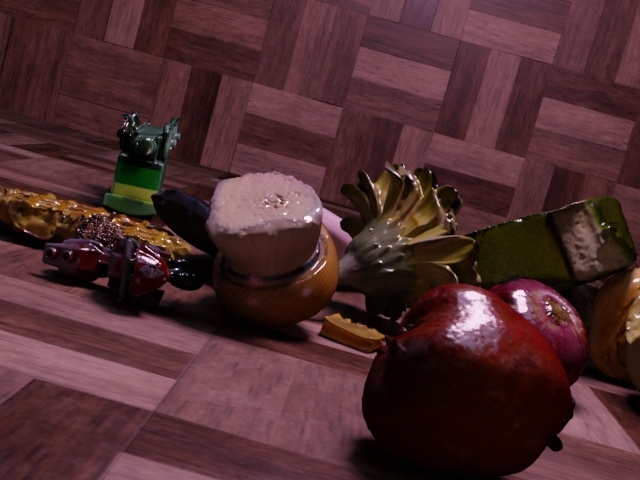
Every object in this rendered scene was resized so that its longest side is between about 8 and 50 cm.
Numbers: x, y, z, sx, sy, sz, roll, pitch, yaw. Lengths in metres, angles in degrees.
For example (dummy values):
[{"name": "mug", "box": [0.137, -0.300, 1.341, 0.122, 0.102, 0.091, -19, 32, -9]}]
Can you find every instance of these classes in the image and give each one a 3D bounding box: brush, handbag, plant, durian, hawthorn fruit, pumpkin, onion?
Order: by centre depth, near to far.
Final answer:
[{"name": "hawthorn fruit", "box": [0.148, 0.146, 0.945, 0.202, 0.185, 0.185, 30, 6, -7]}, {"name": "brush", "box": [-0.068, -0.017, 1.363, 0.174, 0.166, 0.267, -7, 32, 4]}, {"name": "onion", "box": [0.289, 0.139, 1.380, 0.177, 0.153, 0.177, 34, 11, -8]}, {"name": "durian", "box": [-0.308, 0.001, 1.383, 0.080, 0.091, 0.080, 27, -11, 6]}, {"name": "handbag", "box": [0.045, 0.131, 1.385, 0.083, 0.027, 0.061, 20, 9, 22]}, {"name": "plant", "box": [0.095, 0.003, 1.503, 0.297, 0.261, 0.306, 15, -6, -21]}, {"name": "handbag", "box": [-0.140, 0.005, 1.619, 0.211, 0.089, 0.254, 26, -6, 25]}, {"name": "pumpkin", "box": [0.483, 0.140, 1.858, 0.248, 0.131, 0.126, 15, -3, 37]}]

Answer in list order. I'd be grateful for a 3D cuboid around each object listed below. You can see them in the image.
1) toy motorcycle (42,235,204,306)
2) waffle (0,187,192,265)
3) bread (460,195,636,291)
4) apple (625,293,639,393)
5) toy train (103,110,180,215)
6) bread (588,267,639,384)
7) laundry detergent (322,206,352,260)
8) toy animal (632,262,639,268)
[{"name": "toy motorcycle", "box": [-0.261, 0.036, 1.264, 0.213, 0.082, 0.122, 9, -5, 18]}, {"name": "waffle", "box": [-0.355, -0.015, 1.512, 0.309, 0.065, 0.283, 19, 5, 41]}, {"name": "bread", "box": [0.348, 0.040, 1.671, 0.366, 0.129, 0.382, -7, -14, -40]}, {"name": "apple", "box": [0.587, 0.154, 1.452, 0.279, 0.279, 0.279, 15, 7, -2]}, {"name": "toy train", "box": [-0.369, -0.164, 2.056, 0.120, 0.202, 0.301, 13, 8, -8]}, {"name": "bread", "box": [0.555, 0.147, 1.653, 0.236, 0.198, 0.120, 13, 2, -17]}, {"name": "laundry detergent", "box": [0.000, 0.000, 1.770, 0.335, 0.088, 0.159, 30, -24, -30]}, {"name": "toy animal", "box": [0.746, 0.175, 1.968, 0.310, 0.183, 0.247, 24, 14, 19]}]
